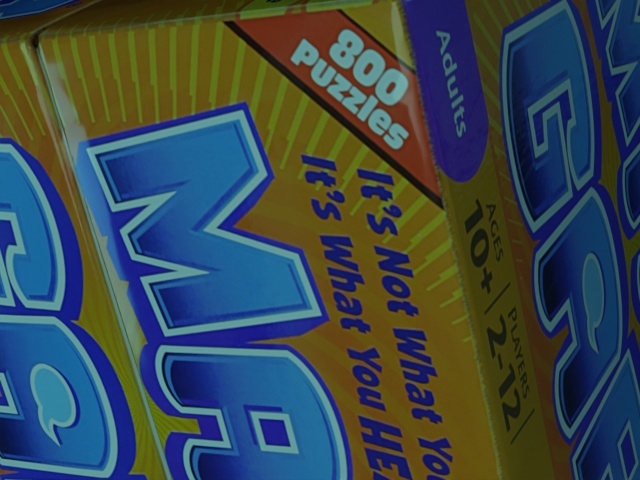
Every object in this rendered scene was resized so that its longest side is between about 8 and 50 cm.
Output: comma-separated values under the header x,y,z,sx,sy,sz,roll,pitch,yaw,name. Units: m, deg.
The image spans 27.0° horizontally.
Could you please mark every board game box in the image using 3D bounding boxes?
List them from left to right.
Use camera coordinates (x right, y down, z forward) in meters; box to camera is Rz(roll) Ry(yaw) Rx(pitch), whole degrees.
x,y,z,sx,sy,sz,roll,pitch,yaw,name
0.000,0.000,0.755,0.356,0.356,0.356,0,115,32,board game box
